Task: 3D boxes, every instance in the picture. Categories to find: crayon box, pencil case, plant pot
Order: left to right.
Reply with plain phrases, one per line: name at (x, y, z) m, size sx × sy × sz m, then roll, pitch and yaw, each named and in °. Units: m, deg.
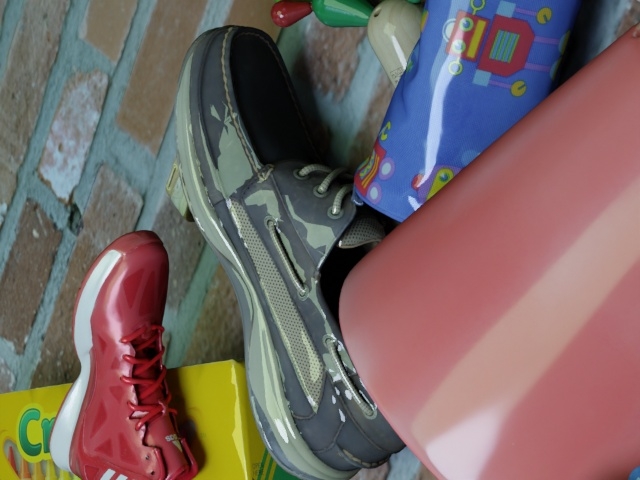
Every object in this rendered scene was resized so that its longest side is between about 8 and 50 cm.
crayon box at (-0.140, 0.268, 1.434) m, size 0.363 × 0.106 × 0.313 m, roll -12°, pitch 83°, yaw 45°
pencil case at (0.114, -0.147, 1.151) m, size 0.119 × 0.133 × 0.306 m, roll 15°, pitch 109°, yaw -2°
plant pot at (0.184, 0.022, 1.004) m, size 0.243 × 0.275 × 0.275 m, roll -52°, pitch 57°, yaw 23°

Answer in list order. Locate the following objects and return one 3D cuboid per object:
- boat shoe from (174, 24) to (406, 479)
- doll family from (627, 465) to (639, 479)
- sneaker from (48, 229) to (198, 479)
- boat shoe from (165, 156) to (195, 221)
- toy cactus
boat shoe at (0.000, 0.000, 1.283) m, size 0.130 × 0.132 × 0.355 m, roll -19°, pitch 87°, yaw 34°
doll family at (0.121, 0.232, 0.858) m, size 0.163 × 0.118 × 0.263 m, roll -106°, pitch 32°, yaw -70°
sneaker at (-0.127, 0.110, 1.306) m, size 0.128 × 0.087 × 0.221 m, roll 34°, pitch 124°, yaw 33°
boat shoe at (-0.097, -0.081, 1.413) m, size 0.045 × 0.050 × 0.135 m, roll 39°, pitch 119°, yaw 31°
toy cactus at (0.042, -0.191, 1.244) m, size 0.219 × 0.112 × 0.180 m, roll -22°, pitch 86°, yaw 35°
